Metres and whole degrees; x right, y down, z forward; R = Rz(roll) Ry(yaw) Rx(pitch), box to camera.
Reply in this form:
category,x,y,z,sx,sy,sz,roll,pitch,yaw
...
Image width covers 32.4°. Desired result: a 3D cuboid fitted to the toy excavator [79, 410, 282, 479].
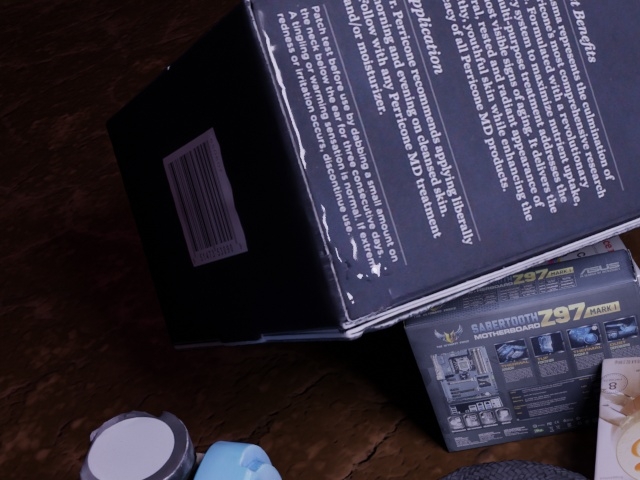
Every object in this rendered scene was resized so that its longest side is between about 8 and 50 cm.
category,x,y,z,sx,sy,sz,roll,pitch,yaw
toy excavator,-0.026,0.364,0.903,0.445,0.222,0.433,1,39,17

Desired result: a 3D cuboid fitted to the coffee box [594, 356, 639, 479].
category,x,y,z,sx,sy,sz,roll,pitch,yaw
coffee box,0.325,0.219,0.989,0.141,0.098,0.246,-7,35,22

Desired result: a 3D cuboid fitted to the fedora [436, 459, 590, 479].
category,x,y,z,sx,sy,sz,roll,pitch,yaw
fedora,0.146,0.257,0.737,0.334,0.152,0.334,-12,27,6

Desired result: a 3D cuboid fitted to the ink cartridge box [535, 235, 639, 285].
category,x,y,z,sx,sy,sz,roll,pitch,yaw
ink cartridge box,0.277,0.057,1.281,0.175,0.072,0.127,-19,32,5

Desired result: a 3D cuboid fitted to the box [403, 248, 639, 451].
category,x,y,z,sx,sy,sz,roll,pitch,yaw
box,0.218,0.117,1.125,0.233,0.183,0.059,-14,33,13

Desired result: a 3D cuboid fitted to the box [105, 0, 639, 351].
category,x,y,z,sx,sy,sz,roll,pitch,yaw
box,0.084,-0.095,1.162,0.472,0.297,0.480,-17,0,-26
